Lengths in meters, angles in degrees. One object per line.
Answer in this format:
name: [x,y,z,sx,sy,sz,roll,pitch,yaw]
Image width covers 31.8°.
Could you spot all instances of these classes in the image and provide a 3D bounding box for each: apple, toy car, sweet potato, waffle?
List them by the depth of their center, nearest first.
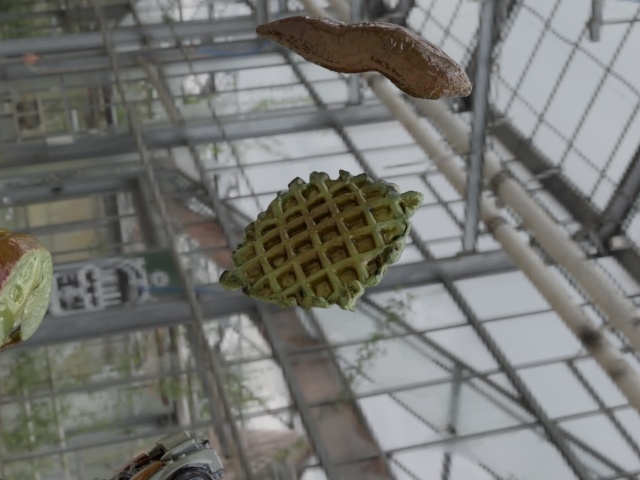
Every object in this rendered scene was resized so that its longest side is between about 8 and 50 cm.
sweet potato: [0.044,-0.185,1.089,0.051,0.219,0.065,-68,176,-61]
waffle: [0.000,0.000,1.313,0.214,0.207,0.054,11,-32,33]
apple: [-0.445,0.073,1.486,0.195,0.160,0.173,-27,117,-70]
toy car: [-0.281,0.371,1.593,0.118,0.301,0.193,70,-19,-4]

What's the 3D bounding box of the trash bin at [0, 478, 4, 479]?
trash bin: [-0.433,0.332,0.860,0.295,0.381,0.259,-96,-179,-64]
